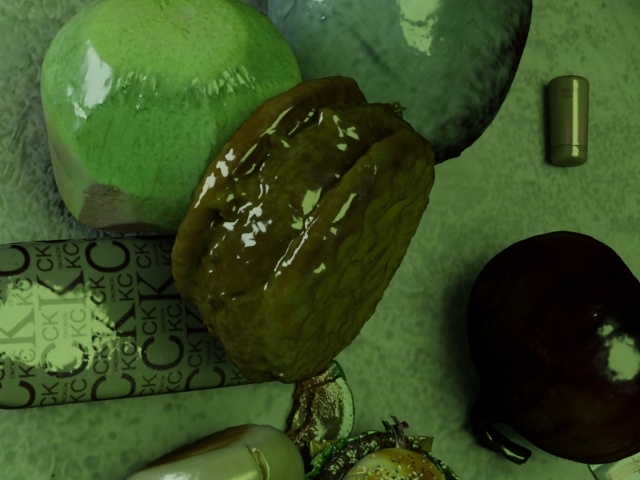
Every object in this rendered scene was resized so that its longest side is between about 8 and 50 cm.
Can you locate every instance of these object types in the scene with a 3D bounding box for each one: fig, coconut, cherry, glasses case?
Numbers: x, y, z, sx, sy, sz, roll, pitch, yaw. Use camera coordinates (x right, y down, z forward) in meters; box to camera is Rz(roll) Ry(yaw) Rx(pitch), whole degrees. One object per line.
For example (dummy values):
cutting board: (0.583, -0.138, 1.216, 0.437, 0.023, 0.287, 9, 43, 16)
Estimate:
fig: (0.243, 0.109, 1.185, 0.215, 0.235, 0.234, -11, 85, 6)
coconut: (-0.125, -0.099, 1.017, 0.236, 0.235, 0.204, -33, 64, -31)
cherry: (0.073, -0.210, 1.140, 0.255, 0.218, 0.296, 17, 77, -34)
glasses case: (-0.138, 0.063, 1.041, 0.355, 0.085, 0.137, -3, 84, -32)

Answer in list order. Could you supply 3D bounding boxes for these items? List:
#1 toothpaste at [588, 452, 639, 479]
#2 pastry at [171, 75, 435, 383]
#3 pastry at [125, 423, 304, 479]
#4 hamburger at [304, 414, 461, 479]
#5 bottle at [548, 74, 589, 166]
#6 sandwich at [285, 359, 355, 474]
toothpaste: (0.378, 0.318, 1.312, 0.089, 0.057, 0.234, -28, 93, -8)
pastry: (0.000, 0.000, 0.960, 0.240, 0.132, 0.235, -57, 157, 12)
pastry: (-0.086, 0.209, 1.006, 0.156, 0.156, 0.092, -24, 87, -32)
hamburger: (0.060, 0.251, 1.101, 0.190, 0.093, 0.164, -12, 102, -35)
bottle: (0.273, -0.131, 1.343, 0.045, 0.045, 0.096, 9, 77, -29)
sandwich: (-0.005, 0.174, 1.130, 0.067, 0.029, 0.135, 37, 65, -20)
